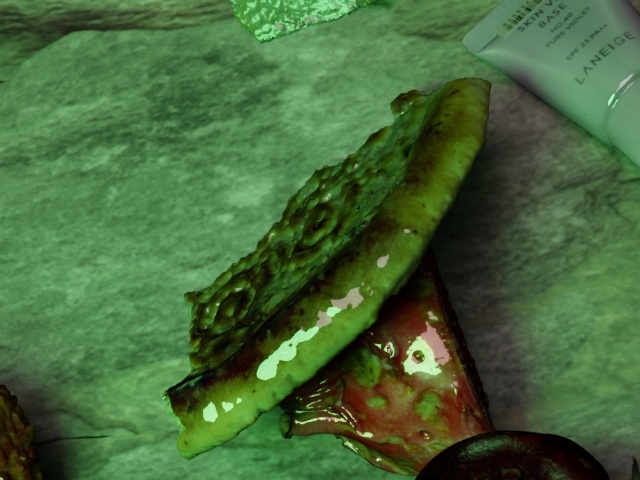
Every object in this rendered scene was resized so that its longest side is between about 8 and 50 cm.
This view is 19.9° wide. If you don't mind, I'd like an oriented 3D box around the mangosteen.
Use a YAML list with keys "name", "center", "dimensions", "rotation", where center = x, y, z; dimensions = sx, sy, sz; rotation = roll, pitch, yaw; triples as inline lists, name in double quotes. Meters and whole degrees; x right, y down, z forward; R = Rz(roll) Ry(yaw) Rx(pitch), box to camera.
- name: "mangosteen"
  center: [0.165, 0.260, 1.556]
  dimensions: [0.209, 0.210, 0.210]
  rotation: [-6, 70, 17]

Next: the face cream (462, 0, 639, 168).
- name: "face cream"
  center: [0.265, -0.169, 1.736]
  dimensions: [0.154, 0.096, 0.274]
  rotation: [-44, 51, 4]

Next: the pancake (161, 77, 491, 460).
- name: "pancake"
  center: [0.001, 0.003, 1.675]
  dimensions: [0.427, 0.067, 0.305]
  rotation: [-44, 25, 6]

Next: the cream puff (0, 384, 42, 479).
- name: "cream puff"
  center: [-0.392, 0.267, 1.722]
  dimensions: [0.350, 0.228, 0.350]
  rotation: [-24, 52, 35]

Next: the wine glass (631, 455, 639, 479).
- name: "wine glass"
  center: [0.370, 0.215, 1.577]
  dimensions: [0.198, 0.066, 0.066]
  rotation: [-4, 71, 16]

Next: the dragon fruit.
- name: "dragon fruit"
  center: [0.043, 0.116, 1.682]
  dimensions: [0.211, 0.134, 0.262]
  rotation: [-27, 65, 12]

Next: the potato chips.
- name: "potato chips"
  center: [0.010, -0.297, 1.877]
  dimensions: [0.167, 0.059, 0.228]
  rotation: [31, 84, 15]
